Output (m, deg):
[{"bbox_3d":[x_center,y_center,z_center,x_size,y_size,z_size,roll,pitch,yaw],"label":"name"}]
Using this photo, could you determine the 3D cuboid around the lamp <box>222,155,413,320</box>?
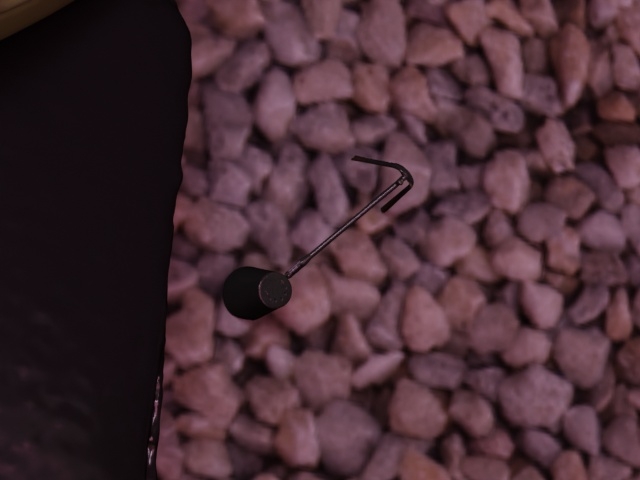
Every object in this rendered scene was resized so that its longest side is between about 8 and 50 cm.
[{"bbox_3d":[-0.001,0.001,1.030,0.121,0.054,0.041,-43,103,-20],"label":"lamp"}]

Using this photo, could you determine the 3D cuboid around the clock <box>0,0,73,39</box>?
[{"bbox_3d":[-0.173,-0.257,0.883,0.286,0.117,0.348,47,45,7],"label":"clock"}]

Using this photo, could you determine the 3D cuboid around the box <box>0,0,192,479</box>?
[{"bbox_3d":[-0.241,0.002,0.852,0.350,0.091,0.359,9,69,-15],"label":"box"}]
